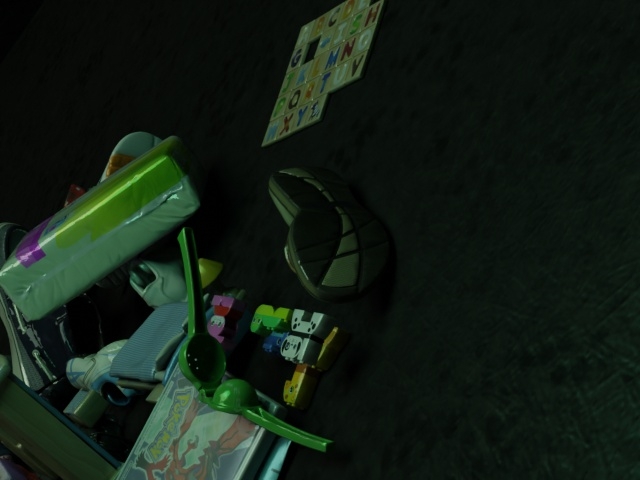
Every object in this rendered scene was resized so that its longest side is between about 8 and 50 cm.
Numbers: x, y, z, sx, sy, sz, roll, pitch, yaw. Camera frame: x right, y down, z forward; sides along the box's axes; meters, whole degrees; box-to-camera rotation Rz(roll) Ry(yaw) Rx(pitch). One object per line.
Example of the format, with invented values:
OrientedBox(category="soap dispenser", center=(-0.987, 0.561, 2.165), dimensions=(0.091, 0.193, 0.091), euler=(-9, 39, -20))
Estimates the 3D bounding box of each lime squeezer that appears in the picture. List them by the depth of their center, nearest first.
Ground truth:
OrientedBox(category="lime squeezer", center=(-0.089, 0.134, 1.488), dimensions=(0.110, 0.059, 0.310), euler=(-46, 57, 16))

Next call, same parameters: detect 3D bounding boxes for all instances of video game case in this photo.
OrientedBox(category="video game case", center=(-0.140, 0.239, 1.551), dimensions=(0.183, 0.023, 0.201), euler=(25, 86, 48))

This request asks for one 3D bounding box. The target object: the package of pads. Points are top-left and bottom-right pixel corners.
OrientedBox(category="package of pads", center=(-0.299, -0.023, 1.999), dimensions=(0.296, 0.101, 0.229), euler=(-33, 11, 5))

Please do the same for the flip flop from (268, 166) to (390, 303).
OrientedBox(category="flip flop", center=(0.000, 0.000, 1.560), dimensions=(0.277, 0.112, 0.080), euler=(-120, 35, -59))

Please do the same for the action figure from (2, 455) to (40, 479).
OrientedBox(category="action figure", center=(-0.371, 0.382, 1.859), dimensions=(0.091, 0.139, 0.280), euler=(-60, 22, 3))

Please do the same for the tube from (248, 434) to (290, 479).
OrientedBox(category="tube", center=(-0.096, 0.233, 1.568), dimensions=(0.207, 0.052, 0.080), euler=(9, 81, 60))

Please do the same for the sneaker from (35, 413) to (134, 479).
OrientedBox(category="sneaker", center=(-0.295, 0.303, 1.828), dimensions=(0.130, 0.109, 0.286), euler=(-53, 27, 4))

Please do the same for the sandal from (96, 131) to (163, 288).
OrientedBox(category="sandal", center=(-0.321, -0.049, 2.237), dimensions=(0.076, 0.102, 0.265), euler=(-12, 56, 57))

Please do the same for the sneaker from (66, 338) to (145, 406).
OrientedBox(category="sneaker", center=(-0.299, 0.194, 1.976), dimensions=(0.237, 0.085, 0.086), euler=(154, 112, -63))

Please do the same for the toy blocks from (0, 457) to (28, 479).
OrientedBox(category="toy blocks", center=(-0.392, 0.403, 1.539), dimensions=(0.260, 0.309, 0.288), euler=(-46, 47, 2))

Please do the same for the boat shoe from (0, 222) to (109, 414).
OrientedBox(category="boat shoe", center=(-0.415, 0.091, 2.182), dimensions=(0.158, 0.127, 0.341), euler=(-39, 61, 33))

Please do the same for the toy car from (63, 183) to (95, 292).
OrientedBox(category="toy car", center=(-0.384, -0.020, 2.349), dimensions=(0.225, 0.053, 0.239), euler=(-78, 0, -60))

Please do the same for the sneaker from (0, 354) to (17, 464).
OrientedBox(category="sneaker", center=(-0.509, 0.336, 2.242), dimensions=(0.131, 0.112, 0.319), euler=(-3, 64, 44))

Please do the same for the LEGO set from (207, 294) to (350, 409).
OrientedBox(category="LEGO set", center=(-0.042, 0.126, 1.526), dimensions=(0.227, 0.087, 0.093), euler=(5, 72, 58))

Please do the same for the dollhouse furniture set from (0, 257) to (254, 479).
OrientedBox(category="dollhouse furniture set", center=(-0.277, 0.125, 1.734), dimensions=(0.303, 0.198, 0.286), euler=(-52, 22, -20))

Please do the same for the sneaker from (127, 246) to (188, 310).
OrientedBox(category="sneaker", center=(-0.231, 0.046, 1.966), dimensions=(0.080, 0.094, 0.212), euler=(-61, 24, 7))

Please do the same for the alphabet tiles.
OrientedBox(category="alphabet tiles", center=(0.007, -0.237, 1.887), dimensions=(0.237, 0.009, 0.198), euler=(-20, 48, 58))
